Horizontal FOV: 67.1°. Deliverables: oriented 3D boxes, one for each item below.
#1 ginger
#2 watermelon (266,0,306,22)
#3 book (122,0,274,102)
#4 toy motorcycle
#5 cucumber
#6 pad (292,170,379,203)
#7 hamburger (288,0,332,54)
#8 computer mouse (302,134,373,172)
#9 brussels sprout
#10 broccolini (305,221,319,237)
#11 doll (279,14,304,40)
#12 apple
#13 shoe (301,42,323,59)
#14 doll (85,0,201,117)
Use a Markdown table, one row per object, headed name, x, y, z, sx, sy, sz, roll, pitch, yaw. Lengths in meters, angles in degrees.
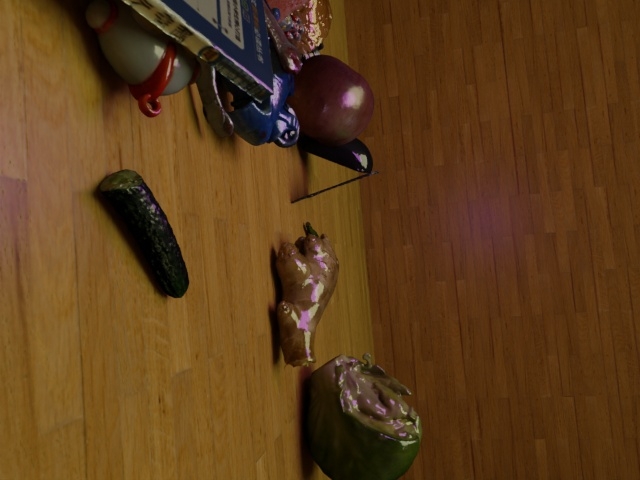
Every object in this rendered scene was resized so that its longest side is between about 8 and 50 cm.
| name | x | y | z | sx | sy | sz | roll | pitch | yaw |
| --- | --- | --- | --- | --- | --- | --- | --- | --- | --- |
| ginger | -0.032 | 0.130 | 1.256 | 0.376 | 0.165 | 0.237 | -88 | 176 | -55 |
| watermelon | -0.101 | -0.604 | 1.058 | 0.283 | 0.250 | 0.293 | -52 | 133 | -66 |
| book | -0.207 | -0.393 | 0.589 | 0.428 | 0.039 | 0.300 | 25 | 52 | -55 |
| toy motorcycle | -0.156 | -0.327 | 0.952 | 0.182 | 0.240 | 0.320 | 10 | -63 | 61 |
| cucumber | -0.225 | 0.002 | 0.657 | 0.058 | 0.052 | 0.215 | -48 | 140 | -33 |
| pad | 0.056 | -0.176 | 1.558 | 0.269 | 0.268 | 0.012 | -41 | 112 | -77 |
| hamburger | -0.063 | -0.748 | 1.496 | 0.209 | 0.161 | 0.330 | 71 | 22 | -52 |
| computer mouse | 0.068 | -0.325 | 1.674 | 0.170 | 0.269 | 0.100 | -82 | -167 | -72 |
| brussels sprout | 0.098 | 0.526 | 1.394 | 0.275 | 0.315 | 0.371 | -1 | 48 | -53 |
| broccolini | -0.019 | 0.006 | 1.671 | 0.203 | 0.068 | 0.091 | 50 | 20 | -43 |
| doll | -0.110 | -0.616 | 1.351 | 0.180 | 0.094 | 0.079 | 5 | 34 | -52 |
| apple | 0.024 | -0.423 | 1.495 | 0.235 | 0.305 | 0.305 | -59 | 170 | 6 |
| shoe | -0.052 | -0.624 | 1.604 | 0.228 | 0.112 | 0.099 | -84 | 165 | -49 |
| doll | -0.228 | -0.321 | 0.648 | 0.199 | 0.105 | 0.337 | 23 | 60 | -59 |
